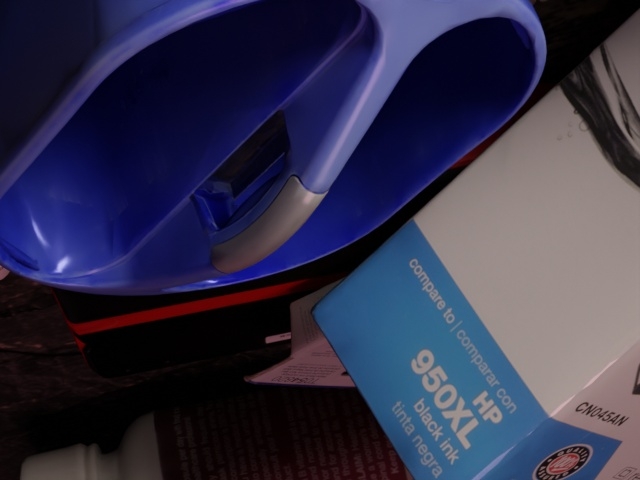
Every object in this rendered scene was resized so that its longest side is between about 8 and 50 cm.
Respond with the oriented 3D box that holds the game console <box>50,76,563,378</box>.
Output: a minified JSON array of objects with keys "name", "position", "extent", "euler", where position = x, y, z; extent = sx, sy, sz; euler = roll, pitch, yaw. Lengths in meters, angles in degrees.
[{"name":"game console","position":[0.000,0.000,1.358],"extent":[0.386,0.060,0.342],"euler":[-11,163,-2]}]

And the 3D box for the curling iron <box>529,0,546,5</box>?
[{"name":"curling iron","position":[0.094,-0.204,0.924],"extent":[0.035,0.068,0.274],"euler":[-12,152,2]}]

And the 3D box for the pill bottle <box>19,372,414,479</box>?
[{"name":"pill bottle","position":[-0.046,0.239,1.655],"extent":[0.392,0.224,0.224],"euler":[-11,157,-2]}]

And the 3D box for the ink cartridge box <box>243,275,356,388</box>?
[{"name":"ink cartridge box","position":[0.090,0.052,1.398],"extent":[0.224,0.045,0.223],"euler":[-27,158,36]}]

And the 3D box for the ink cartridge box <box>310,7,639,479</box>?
[{"name":"ink cartridge box","position":[0.238,0.000,1.175],"extent":[0.395,0.166,0.285],"euler":[-44,148,18]}]

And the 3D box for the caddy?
[{"name":"caddy","position":[-0.042,-0.077,0.985],"extent":[0.241,0.179,0.341],"euler":[2,153,-33]}]

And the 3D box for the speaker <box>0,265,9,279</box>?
[{"name":"speaker","position":[-0.202,-0.023,1.184],"extent":[0.055,0.055,0.136],"euler":[-3,156,-21]}]
